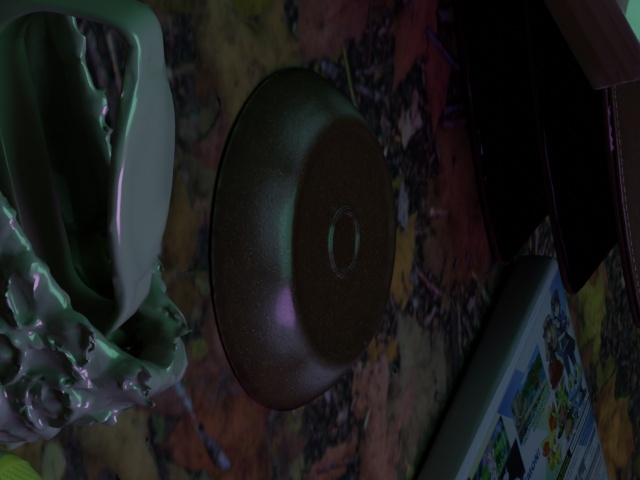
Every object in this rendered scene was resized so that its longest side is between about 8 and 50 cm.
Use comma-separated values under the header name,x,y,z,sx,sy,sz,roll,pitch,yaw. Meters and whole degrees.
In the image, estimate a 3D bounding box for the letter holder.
name,x,y,z,sx,sy,sz,roll,pitch,yaw
letter holder,0.172,-0.113,1.336,0.214,0.152,0.302,-44,131,-52

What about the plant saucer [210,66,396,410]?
name,x,y,z,sx,sy,sz,roll,pitch,yaw
plant saucer,0.000,0.000,1.121,0.198,0.036,0.198,2,90,-65

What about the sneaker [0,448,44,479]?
name,x,y,z,sx,sy,sz,roll,pitch,yaw
sneaker,-0.104,0.165,0.857,0.081,0.094,0.208,-63,144,-37

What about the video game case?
name,x,y,z,sx,sy,sz,roll,pitch,yaw
video game case,0.138,0.228,1.427,0.329,0.036,0.300,-60,143,-42

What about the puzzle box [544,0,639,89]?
name,x,y,z,sx,sy,sz,roll,pitch,yaw
puzzle box,0.149,-0.328,1.147,0.272,0.052,0.409,-43,109,-37

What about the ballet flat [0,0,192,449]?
name,x,y,z,sx,sy,sz,roll,pitch,yaw
ballet flat,-0.125,-0.109,0.746,0.147,0.147,0.409,-45,131,-54
